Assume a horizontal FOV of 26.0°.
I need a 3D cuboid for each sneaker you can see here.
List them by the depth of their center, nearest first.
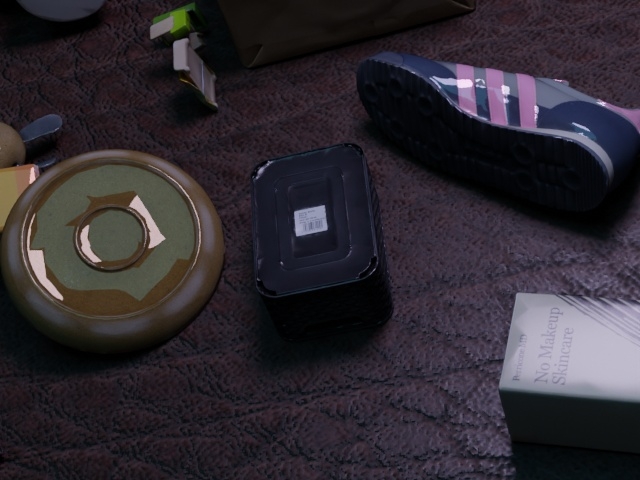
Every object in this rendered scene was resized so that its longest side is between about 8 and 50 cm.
[{"bbox_3d":[0.188,-0.132,1.453,0.319,0.112,0.131,28,48,29],"label":"sneaker"}]

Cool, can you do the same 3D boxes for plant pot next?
[{"bbox_3d":[-0.218,0.002,1.448,0.236,0.032,0.236,1,65,-3],"label":"plant pot"}]

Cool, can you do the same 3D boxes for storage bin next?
[{"bbox_3d":[0.000,0.000,1.404,0.122,0.084,0.180,-12,50,8],"label":"storage bin"}]

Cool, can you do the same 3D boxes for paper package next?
[{"bbox_3d":[0.008,-0.403,1.663,0.309,0.168,0.325,-14,50,6],"label":"paper package"}]

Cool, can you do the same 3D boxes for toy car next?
[{"bbox_3d":[-0.393,-0.110,1.583,0.188,0.149,0.155,-3,42,0],"label":"toy car"}]

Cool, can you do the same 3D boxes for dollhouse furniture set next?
[{"bbox_3d":[-0.166,-0.215,1.635,0.058,0.076,0.151,-21,47,16],"label":"dollhouse furniture set"}]

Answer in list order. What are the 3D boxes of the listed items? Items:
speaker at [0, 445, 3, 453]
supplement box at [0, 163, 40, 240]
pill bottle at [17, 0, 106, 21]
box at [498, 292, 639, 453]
[{"bbox_3d":[-0.383,0.222,1.365,0.136,0.055,0.055,-31,51,-9],"label":"speaker"},{"bbox_3d":[-0.415,-0.019,1.500,0.233,0.080,0.078,-8,70,-12],"label":"supplement box"},{"bbox_3d":[-0.337,-0.425,1.782,0.169,0.169,0.301,-15,50,5],"label":"pill bottle"},{"bbox_3d":[0.302,0.121,1.211,0.275,0.094,0.113,2,54,18],"label":"box"}]
